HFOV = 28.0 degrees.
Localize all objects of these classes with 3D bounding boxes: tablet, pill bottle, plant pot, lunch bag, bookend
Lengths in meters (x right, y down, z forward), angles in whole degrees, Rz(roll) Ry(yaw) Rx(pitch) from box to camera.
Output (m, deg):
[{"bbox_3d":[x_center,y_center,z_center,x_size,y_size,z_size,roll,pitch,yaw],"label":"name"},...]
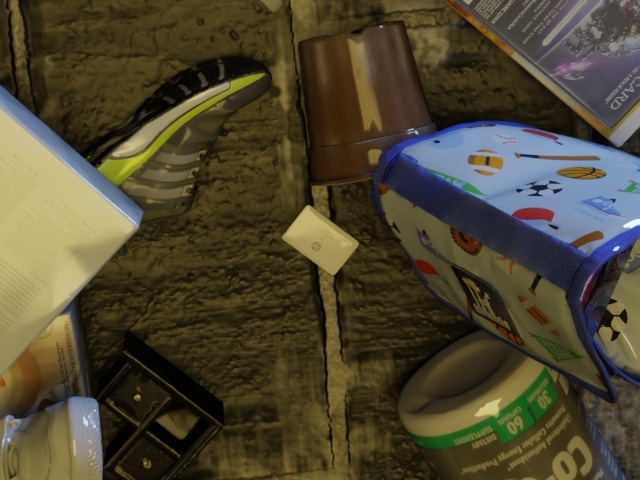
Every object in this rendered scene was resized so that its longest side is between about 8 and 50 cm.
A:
[{"bbox_3d":[0.000,0.000,1.585,0.083,0.006,0.054,37,99,-13],"label":"tablet"},{"bbox_3d":[0.265,0.299,1.591,0.204,0.204,0.361,-32,106,3],"label":"pill bottle"},{"bbox_3d":[0.049,-0.160,1.473,0.167,0.167,0.165,-13,99,-2],"label":"plant pot"},{"bbox_3d":[0.277,0.016,1.380,0.385,0.328,0.239,13,104,-43],"label":"lunch bag"},{"bbox_3d":[-0.227,0.225,1.589,0.157,0.072,0.156,40,98,-14],"label":"bookend"}]

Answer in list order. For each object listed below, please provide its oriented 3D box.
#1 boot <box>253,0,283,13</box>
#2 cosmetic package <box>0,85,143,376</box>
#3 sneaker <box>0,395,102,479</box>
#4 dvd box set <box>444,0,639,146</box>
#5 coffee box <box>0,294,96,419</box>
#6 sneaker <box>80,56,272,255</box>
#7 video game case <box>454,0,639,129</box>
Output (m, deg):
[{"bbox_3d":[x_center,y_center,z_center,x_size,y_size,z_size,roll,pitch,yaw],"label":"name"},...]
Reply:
[{"bbox_3d":[-0.126,-0.358,1.426,0.258,0.095,0.123,31,93,-14],"label":"boot"},{"bbox_3d":[-0.426,-0.045,1.389,0.377,0.097,0.284,43,96,-12],"label":"cosmetic package"},{"bbox_3d":[-0.387,0.274,1.447,0.210,0.366,0.137,5,62,-31],"label":"sneaker"},{"bbox_3d":[0.294,-0.336,1.436,0.420,0.062,0.307,36,108,-24],"label":"dvd box set"},{"bbox_3d":[-0.405,0.154,1.538,0.246,0.098,0.141,-9,105,-3],"label":"coffee box"},{"bbox_3d":[-0.172,-0.101,1.500,0.300,0.111,0.121,-36,116,10],"label":"sneaker"},{"bbox_3d":[0.296,-0.272,1.422,0.274,0.026,0.196,34,109,-25],"label":"video game case"}]
